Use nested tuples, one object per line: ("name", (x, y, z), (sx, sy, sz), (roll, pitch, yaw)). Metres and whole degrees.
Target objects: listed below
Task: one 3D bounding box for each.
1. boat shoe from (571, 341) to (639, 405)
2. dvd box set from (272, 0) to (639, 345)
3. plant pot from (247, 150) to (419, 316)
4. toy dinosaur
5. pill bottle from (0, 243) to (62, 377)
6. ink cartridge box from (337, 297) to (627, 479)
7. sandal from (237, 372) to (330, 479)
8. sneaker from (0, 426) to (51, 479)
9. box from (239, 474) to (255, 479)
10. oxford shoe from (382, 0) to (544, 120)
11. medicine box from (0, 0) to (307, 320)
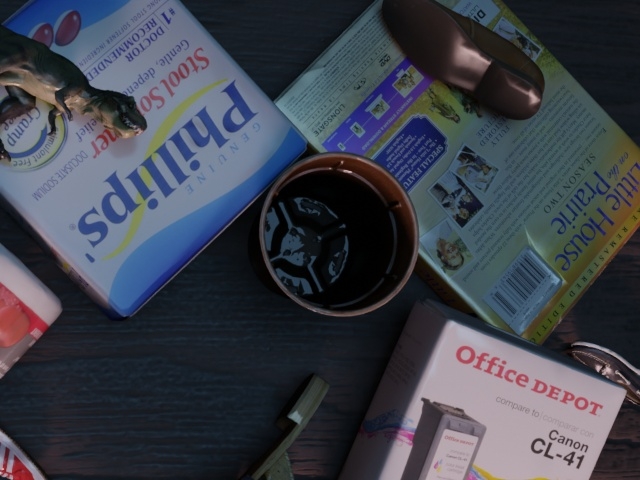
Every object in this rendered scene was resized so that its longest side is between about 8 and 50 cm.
("boat shoe", (0.354, 0.162, 1.241), (0.125, 0.046, 0.038), (30, 73, -19))
("dvd box set", (0.182, -0.107, 1.209), (0.420, 0.062, 0.307), (44, 75, -7))
("plant pot", (0.000, 0.000, 1.093), (0.167, 0.165, 0.166), (1, 85, -15))
("toy dinosaur", (-0.291, -0.151, 0.929), (0.268, 0.064, 0.118), (37, 70, -7))
("pill bottle", (-0.414, 0.122, 0.958), (0.176, 0.176, 0.318), (43, 76, -8))
("ink cartridge box", (0.156, 0.247, 1.102), (0.226, 0.131, 0.306), (22, 94, -11))
("sandal", (-0.043, 0.261, 1.096), (0.079, 0.088, 0.240), (37, 71, -3))
("sneaker", (-0.335, 0.230, 1.040), (0.118, 0.042, 0.067), (43, 71, 0))
("box", (-0.099, 0.366, 0.950), (0.247, 0.163, 0.142), (-34, 119, -25))
("oxford shoe", (0.163, -0.221, 1.159), (0.212, 0.076, 0.076), (35, 46, -7))
("medicine box", (-0.211, -0.107, 1.053), (0.289, 0.149, 0.263), (47, 75, -6))
